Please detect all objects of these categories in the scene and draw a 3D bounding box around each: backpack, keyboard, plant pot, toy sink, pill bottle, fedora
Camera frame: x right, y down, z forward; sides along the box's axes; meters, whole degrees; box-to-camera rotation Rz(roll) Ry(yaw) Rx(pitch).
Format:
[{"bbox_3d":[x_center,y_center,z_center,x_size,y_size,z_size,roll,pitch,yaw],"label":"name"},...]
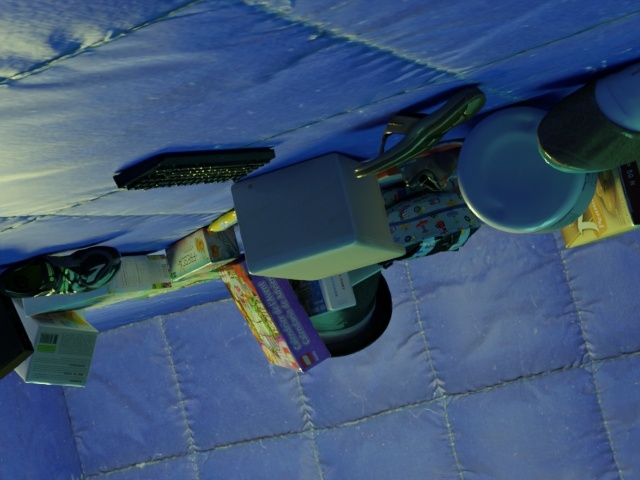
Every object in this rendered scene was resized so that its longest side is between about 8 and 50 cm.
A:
[{"bbox_3d":[0.158,-0.032,1.762,0.158,0.116,0.173,-13,176,-11],"label":"backpack"},{"bbox_3d":[-0.141,-0.073,1.258,0.108,0.023,0.180,-18,174,39],"label":"keyboard"},{"bbox_3d":[-0.545,0.148,1.767,0.167,0.187,0.188,-24,177,-9],"label":"plant pot"},{"bbox_3d":[0.003,-0.031,1.557,0.153,0.131,0.234,-16,170,20],"label":"toy sink"},{"bbox_3d":[0.287,-0.088,1.555,0.160,0.160,0.283,-16,175,17],"label":"pill bottle"},{"bbox_3d":[0.001,0.078,2.323,0.334,0.334,0.152,-12,148,-26],"label":"fedora"}]

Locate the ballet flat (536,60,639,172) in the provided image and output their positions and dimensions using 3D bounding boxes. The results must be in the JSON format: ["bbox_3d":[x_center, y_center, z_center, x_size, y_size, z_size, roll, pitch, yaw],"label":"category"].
[{"bbox_3d":[0.411,-0.170,1.394,0.342,0.116,0.124,-12,155,-31],"label":"ballet flat"}]

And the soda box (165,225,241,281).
[{"bbox_3d":[-0.200,0.021,1.952,0.058,0.063,0.183,-12,175,-29],"label":"soda box"}]

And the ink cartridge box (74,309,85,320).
[{"bbox_3d":[-0.532,0.168,2.307,0.090,0.143,0.092,5,-171,40],"label":"ink cartridge box"}]

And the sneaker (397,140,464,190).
[{"bbox_3d":[0.158,-0.099,1.608,0.158,0.064,0.061,-10,173,-45],"label":"sneaker"}]

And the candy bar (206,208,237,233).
[{"bbox_3d":[-0.136,-0.034,1.781,0.040,0.018,0.161,-12,174,-24],"label":"candy bar"}]

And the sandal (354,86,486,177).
[{"bbox_3d":[0.106,-0.126,1.281,0.180,0.049,0.072,-37,168,37],"label":"sandal"}]

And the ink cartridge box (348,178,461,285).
[{"bbox_3d":[0.122,-0.009,2.055,0.308,0.091,0.385,-29,180,-13],"label":"ink cartridge box"}]

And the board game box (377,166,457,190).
[{"bbox_3d":[0.159,-0.108,1.748,0.281,0.027,0.145,-11,173,-38],"label":"board game box"}]

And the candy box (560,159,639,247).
[{"bbox_3d":[0.432,-0.098,1.750,0.088,0.182,0.316,-13,175,-7],"label":"candy box"}]

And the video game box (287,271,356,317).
[{"bbox_3d":[-0.015,0.027,1.845,0.048,0.187,0.205,-12,174,-18],"label":"video game box"}]

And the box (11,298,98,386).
[{"bbox_3d":[-0.486,0.172,2.027,0.114,0.103,0.203,10,-172,-35],"label":"box"}]

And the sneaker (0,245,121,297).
[{"bbox_3d":[-0.388,0.052,1.716,0.188,0.067,0.078,-11,-179,-5],"label":"sneaker"}]

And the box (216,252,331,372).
[{"bbox_3d":[-0.085,0.115,1.932,0.057,0.201,0.293,-31,-176,-13],"label":"box"}]

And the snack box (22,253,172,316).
[{"bbox_3d":[-0.385,0.075,1.992,0.175,0.070,0.207,-15,176,21],"label":"snack box"}]

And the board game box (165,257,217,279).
[{"bbox_3d":[-0.310,0.072,2.346,0.214,0.046,0.317,-16,175,5],"label":"board game box"}]
